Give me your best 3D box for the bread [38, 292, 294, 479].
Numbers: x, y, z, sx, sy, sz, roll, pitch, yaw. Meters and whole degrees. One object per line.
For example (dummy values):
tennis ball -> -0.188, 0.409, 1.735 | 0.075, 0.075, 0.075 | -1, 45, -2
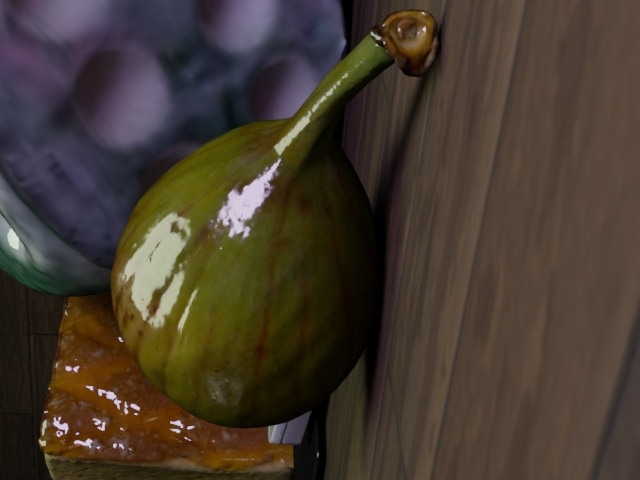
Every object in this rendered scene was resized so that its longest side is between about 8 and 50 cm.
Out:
bread -> -0.152, 0.153, 1.100 | 0.207, 0.279, 0.279 | 104, 167, -55

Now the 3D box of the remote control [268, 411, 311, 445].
remote control -> -0.022, 0.057, 0.873 | 0.250, 0.034, 0.103 | -90, 12, -47

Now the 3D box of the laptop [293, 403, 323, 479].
laptop -> -0.009, 0.167, 0.874 | 0.197, 0.016, 0.135 | -94, 10, -54

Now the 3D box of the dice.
dice -> -0.198, -0.171, 0.815 | 0.348, 0.330, 0.327 | 19, 143, 50

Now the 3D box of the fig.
fig -> -0.030, -0.020, 0.493 | 0.259, 0.152, 0.151 | 104, 170, -46
